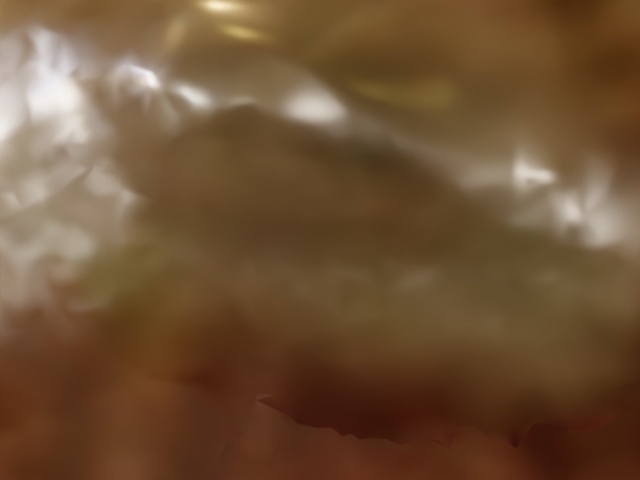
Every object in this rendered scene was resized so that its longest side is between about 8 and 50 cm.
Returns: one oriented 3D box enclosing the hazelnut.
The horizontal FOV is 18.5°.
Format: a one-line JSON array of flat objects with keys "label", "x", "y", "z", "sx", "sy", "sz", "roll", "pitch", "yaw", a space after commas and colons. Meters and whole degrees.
[{"label": "hazelnut", "x": 0.000, "y": 0.000, "z": 0.578, "sx": 0.421, "sy": 0.352, "sz": 0.421, "roll": 18, "pitch": -21, "yaw": 7}]
